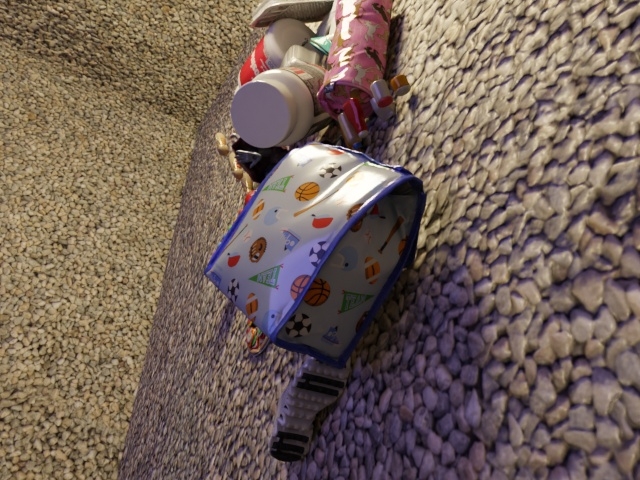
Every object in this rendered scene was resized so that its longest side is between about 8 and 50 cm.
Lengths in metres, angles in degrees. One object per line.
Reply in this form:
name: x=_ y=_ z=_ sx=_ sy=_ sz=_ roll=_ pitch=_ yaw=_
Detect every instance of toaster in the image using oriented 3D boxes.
toaster: x=-0.075 y=-0.549 z=1.742 sx=0.146 sy=0.129 sz=0.227 roll=-91 pitch=24 yaw=-51

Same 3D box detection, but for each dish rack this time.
dish rack: x=-0.079 y=-0.848 z=1.869 sx=0.285 sy=0.332 sz=0.072 roll=11 pitch=113 yaw=66

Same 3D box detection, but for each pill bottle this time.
pill bottle: x=-0.093 y=-0.386 z=1.477 sx=0.210 sy=0.210 sz=0.363 roll=-54 pitch=-4 yaw=29
pill bottle: x=-0.181 y=-0.647 z=2.016 sx=0.407 sy=0.229 sz=0.229 roll=-30 pitch=45 yaw=54

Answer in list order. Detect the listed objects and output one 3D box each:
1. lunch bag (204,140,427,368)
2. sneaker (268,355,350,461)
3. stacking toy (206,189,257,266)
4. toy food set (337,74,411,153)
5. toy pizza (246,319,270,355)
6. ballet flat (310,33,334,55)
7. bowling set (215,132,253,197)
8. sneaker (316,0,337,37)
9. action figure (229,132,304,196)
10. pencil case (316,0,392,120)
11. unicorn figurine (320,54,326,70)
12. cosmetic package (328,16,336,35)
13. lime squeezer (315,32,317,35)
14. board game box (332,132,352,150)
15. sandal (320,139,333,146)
lunch bag: x=0.000 y=0.000 z=1.040 sx=0.328 sy=0.239 sz=0.385 roll=29 pitch=89 yaw=48
sneaker: x=-0.034 y=0.325 z=1.105 sx=0.292 sy=0.110 sz=0.118 roll=-61 pitch=17 yaw=15
stacking toy: x=-0.276 y=-0.027 z=1.865 sx=0.330 sy=0.141 sz=0.141 roll=-64 pitch=24 yaw=-8
toy food set: x=0.128 y=-0.300 z=1.276 sx=0.232 sy=0.111 sz=0.105 roll=-31 pitch=74 yaw=39
toy pizza: x=-0.181 y=0.243 z=1.543 sx=0.201 sy=0.032 sz=0.201 roll=-45 pitch=34 yaw=41
ballet flat: x=0.061 y=-0.592 z=1.608 sx=0.087 sy=0.083 sz=0.247 roll=-52 pitch=52 yaw=17
bowling set: x=-0.268 y=-0.317 z=2.006 sx=0.199 sy=0.287 sz=0.154 roll=-27 pitch=43 yaw=6
sneaker: x=0.082 y=-0.773 z=1.773 sx=0.258 sy=0.094 sz=0.091 roll=-51 pitch=51 yaw=39
action figure: x=-0.160 y=-0.292 z=1.743 sx=0.275 sy=0.248 sz=0.370 roll=-24 pitch=10 yaw=11
pencil case: x=0.098 y=-0.521 z=1.425 sx=0.160 sy=0.167 sz=0.386 roll=143 pitch=142 yaw=-61
unicorn figurine: x=0.025 y=-0.567 z=1.750 sx=0.162 sy=0.060 sz=0.111 roll=-101 pitch=28 yaw=-72
cosmetic package: x=0.117 y=-0.703 z=1.628 sx=0.231 sy=0.085 sz=0.117 roll=-26 pitch=48 yaw=54
lime squeezer: x=-0.074 y=-0.790 z=2.145 sx=0.310 sy=0.058 sz=0.110 roll=-36 pitch=70 yaw=47
board game box: x=0.017 y=-0.169 z=1.454 sx=0.243 sy=0.042 sz=0.165 roll=-47 pitch=32 yaw=39
sandal: x=0.008 y=-0.234 z=1.423 sx=0.067 sy=0.040 sz=0.179 roll=-58 pitch=27 yaw=21
